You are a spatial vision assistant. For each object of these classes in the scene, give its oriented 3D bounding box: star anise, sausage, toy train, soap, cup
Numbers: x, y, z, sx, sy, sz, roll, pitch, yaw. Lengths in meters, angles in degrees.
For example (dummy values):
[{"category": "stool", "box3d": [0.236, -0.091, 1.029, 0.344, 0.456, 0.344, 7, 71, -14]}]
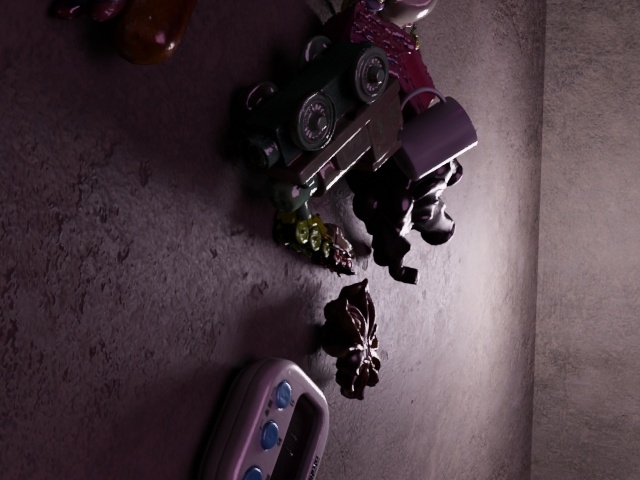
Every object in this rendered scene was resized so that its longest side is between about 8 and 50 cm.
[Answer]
[{"category": "star anise", "box3d": [0.055, 0.181, 1.394, 0.214, 0.099, 0.220, -15, 102, -76]}, {"category": "sausage", "box3d": [-0.172, -0.323, 0.883, 0.103, 0.076, 0.302, 118, -14, -67]}, {"category": "toy train", "box3d": [0.000, 0.000, 1.301, 0.249, 0.053, 0.085, 34, 58, -59]}, {"category": "soap", "box3d": [0.090, -0.307, 1.321, 0.250, 0.162, 0.099, 46, 62, -54]}, {"category": "toy train", "box3d": [0.003, -0.170, 1.146, 0.304, 0.150, 0.221, -44, 138, -30]}, {"category": "cup", "box3d": [0.184, -0.192, 1.313, 0.136, 0.133, 0.099, 58, -3, 0]}]

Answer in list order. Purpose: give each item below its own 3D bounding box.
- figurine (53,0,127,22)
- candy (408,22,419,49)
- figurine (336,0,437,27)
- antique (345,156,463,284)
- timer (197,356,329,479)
[{"category": "figurine", "box3d": [-0.268, -0.299, 0.692, 0.234, 0.127, 0.185, -35, 141, -67]}, {"category": "candy", "box3d": [0.205, -0.463, 1.658, 0.035, 0.035, 0.123, 63, 32, -49]}, {"category": "figurine", "box3d": [0.109, -0.419, 1.358, 0.155, 0.235, 0.127, -41, 97, -20]}, {"category": "antique", "box3d": [0.167, -0.100, 1.479, 0.255, 0.185, 0.322, 60, 42, -58]}, {"category": "timer", "box3d": [-0.083, 0.322, 1.149, 0.237, 0.087, 0.262, 57, 45, -48]}]
